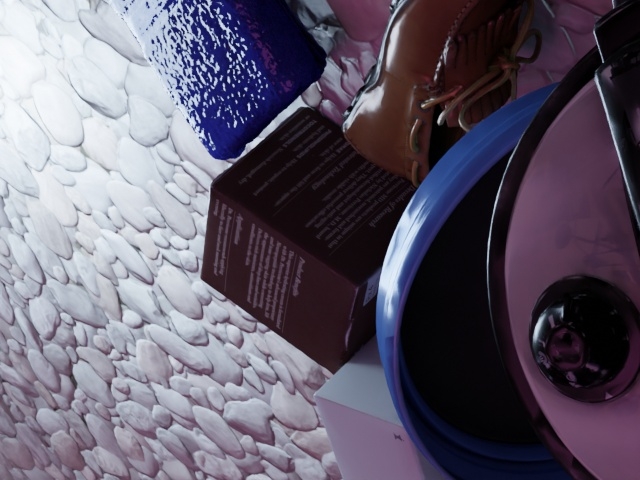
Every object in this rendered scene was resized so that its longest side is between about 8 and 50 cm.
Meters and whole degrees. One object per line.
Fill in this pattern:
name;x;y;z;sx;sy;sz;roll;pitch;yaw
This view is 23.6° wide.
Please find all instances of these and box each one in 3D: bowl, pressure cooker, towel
bowl;0.226;0.045;1.294;0.077;0.391;0.391;48;161;57
pressure cooker;0.313;0.019;0.976;0.370;0.420;0.375;35;114;25
towel;-0.127;-0.252;1.600;0.308;0.076;0.228;57;147;2

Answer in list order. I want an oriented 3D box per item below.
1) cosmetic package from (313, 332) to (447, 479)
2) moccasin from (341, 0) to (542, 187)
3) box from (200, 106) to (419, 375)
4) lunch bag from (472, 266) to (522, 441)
cosmetic package;0.134;0.199;1.665;0.138;0.225;0.224;13;133;40
moccasin;0.125;-0.161;1.384;0.147;0.139;0.380;40;146;8
box;0.000;0.000;1.660;0.203;0.167;0.168;35;144;17
lunch bag;0.196;0.019;1.408;0.138;0.221;0.293;27;141;36
